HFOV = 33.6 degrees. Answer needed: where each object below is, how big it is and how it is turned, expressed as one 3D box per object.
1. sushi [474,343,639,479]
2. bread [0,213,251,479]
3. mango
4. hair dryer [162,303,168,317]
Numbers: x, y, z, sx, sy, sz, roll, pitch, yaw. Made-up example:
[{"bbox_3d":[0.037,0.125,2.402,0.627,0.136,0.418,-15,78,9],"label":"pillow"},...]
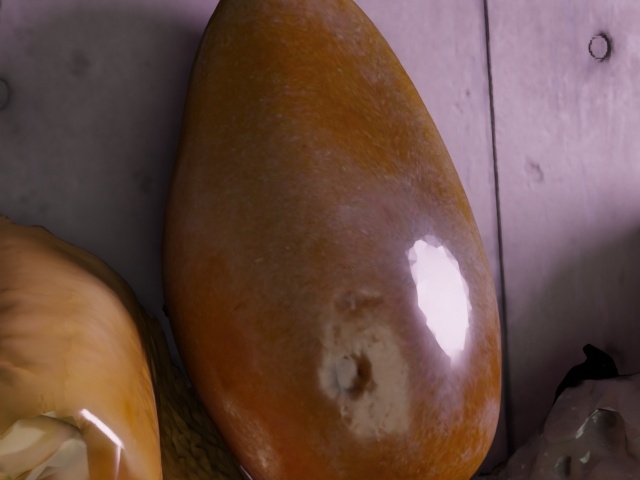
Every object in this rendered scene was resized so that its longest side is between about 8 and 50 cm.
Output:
[{"bbox_3d":[0.270,0.208,0.823,0.348,0.234,0.207,-40,120,19],"label":"sushi"},{"bbox_3d":[-0.157,0.205,0.570,0.250,0.394,0.361,-29,110,-3],"label":"bread"},{"bbox_3d":[0.000,0.000,0.688,0.221,0.199,0.384,-3,75,-42],"label":"mango"},{"bbox_3d":[-0.051,0.085,0.778,0.150,0.047,0.071,29,82,-17],"label":"hair dryer"}]
